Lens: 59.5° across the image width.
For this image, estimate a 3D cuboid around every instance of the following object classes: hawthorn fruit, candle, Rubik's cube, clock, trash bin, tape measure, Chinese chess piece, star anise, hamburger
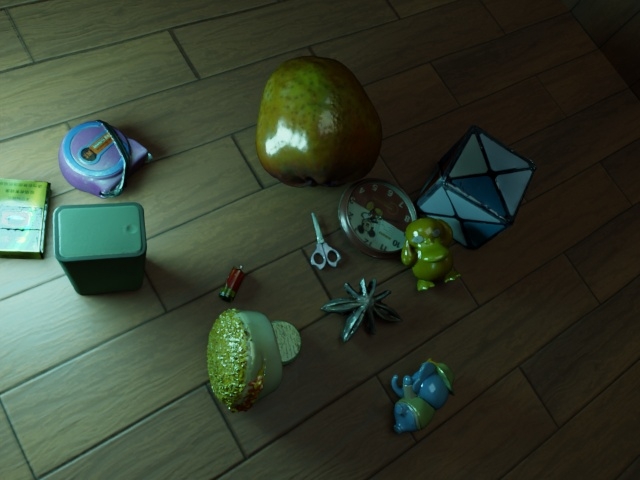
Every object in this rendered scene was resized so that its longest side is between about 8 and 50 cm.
[{"bbox_3d":[-0.007,-0.394,1.907,0.471,0.472,0.472,7,66,-15],"label":"hawthorn fruit"},{"bbox_3d":[-0.282,0.134,1.818,0.052,0.052,0.131,25,62,-6],"label":"candle"},{"bbox_3d":[0.571,-0.186,2.082,0.310,0.305,0.307,33,63,-2],"label":"Rubik's cube"},{"bbox_3d":[0.212,-0.082,2.052,0.318,0.080,0.318,7,69,-20],"label":"clock"},{"bbox_3d":[-0.611,0.033,1.590,0.223,0.343,0.158,-5,71,-18],"label":"trash bin"},{"bbox_3d":[-0.706,-0.256,1.799,0.245,0.149,0.231,40,59,-7],"label":"tape measure"},{"bbox_3d":[-0.131,0.327,1.782,0.144,0.058,0.144,6,65,-14],"label":"Chinese chess piece"},{"bbox_3d":[0.134,0.228,1.885,0.257,0.110,0.198,-21,91,-17],"label":"star anise"},{"bbox_3d":[-0.233,0.340,1.623,0.179,0.276,0.294,-4,64,-31],"label":"hamburger"}]

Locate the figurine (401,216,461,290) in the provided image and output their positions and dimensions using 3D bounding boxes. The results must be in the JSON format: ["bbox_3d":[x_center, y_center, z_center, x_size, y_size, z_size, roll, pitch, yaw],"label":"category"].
[{"bbox_3d":[0.385,0.042,1.978,0.215,0.228,0.215,-8,49,10],"label":"figurine"}]

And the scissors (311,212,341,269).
[{"bbox_3d":[0.000,0.000,1.980,0.110,0.021,0.212,-10,72,-18],"label":"scissors"}]

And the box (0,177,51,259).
[{"bbox_3d":[-0.908,-0.066,1.690,0.159,0.071,0.240,3,68,-19],"label":"box"}]

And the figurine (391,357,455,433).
[{"bbox_3d":[0.326,0.495,1.807,0.262,0.154,0.180,-28,90,-29],"label":"figurine"}]
